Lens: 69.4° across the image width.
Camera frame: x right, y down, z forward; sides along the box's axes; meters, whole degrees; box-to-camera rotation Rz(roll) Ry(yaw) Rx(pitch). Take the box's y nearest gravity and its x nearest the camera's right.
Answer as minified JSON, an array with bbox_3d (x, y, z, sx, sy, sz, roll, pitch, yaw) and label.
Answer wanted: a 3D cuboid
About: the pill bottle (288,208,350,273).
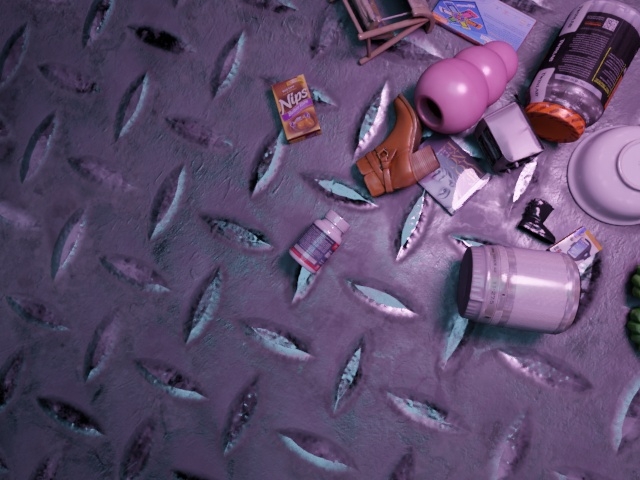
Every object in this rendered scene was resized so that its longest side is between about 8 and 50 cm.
[{"bbox_3d":[0.000,0.000,1.369,0.108,0.108,0.180,41,92,8],"label":"pill bottle"}]

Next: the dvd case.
[{"bbox_3d":[0.376,-0.207,1.385,0.164,0.018,0.221,-44,82,2],"label":"dvd case"}]

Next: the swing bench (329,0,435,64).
[{"bbox_3d":[0.180,-0.718,1.378,0.255,0.165,0.253,-25,82,4],"label":"swing bench"}]

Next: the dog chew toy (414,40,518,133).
[{"bbox_3d":[0.427,-0.450,1.311,0.332,0.206,0.206,-38,82,-14],"label":"dog chew toy"}]

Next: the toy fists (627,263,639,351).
[{"bbox_3d":[0.911,0.176,1.231,0.142,0.096,0.278,2,100,19],"label":"toy fists"}]

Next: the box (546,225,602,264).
[{"bbox_3d":[0.717,0.029,1.319,0.136,0.028,0.081,-35,82,1],"label":"box"}]

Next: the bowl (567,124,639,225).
[{"bbox_3d":[0.859,-0.192,1.266,0.298,0.134,0.297,0,86,7],"label":"bowl"}]

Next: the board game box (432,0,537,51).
[{"bbox_3d":[0.491,-0.670,1.404,0.281,0.027,0.145,33,89,8],"label":"board game box"}]

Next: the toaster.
[{"bbox_3d":[0.524,-0.289,1.297,0.110,0.168,0.185,-25,83,5],"label":"toaster"}]

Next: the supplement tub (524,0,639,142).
[{"bbox_3d":[0.709,-0.455,1.269,0.207,0.207,0.337,29,89,8],"label":"supplement tub"}]

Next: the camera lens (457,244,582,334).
[{"bbox_3d":[0.526,0.128,1.238,0.275,0.219,0.219,7,86,8],"label":"camera lens"}]

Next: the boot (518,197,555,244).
[{"bbox_3d":[0.639,-0.057,1.329,0.121,0.045,0.099,32,84,7],"label":"boot"}]

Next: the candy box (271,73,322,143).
[{"bbox_3d":[-0.075,-0.409,1.441,0.109,0.053,0.186,-18,82,6],"label":"candy box"}]

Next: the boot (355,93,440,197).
[{"bbox_3d":[0.208,-0.280,1.381,0.220,0.109,0.283,-25,74,21],"label":"boot"}]
